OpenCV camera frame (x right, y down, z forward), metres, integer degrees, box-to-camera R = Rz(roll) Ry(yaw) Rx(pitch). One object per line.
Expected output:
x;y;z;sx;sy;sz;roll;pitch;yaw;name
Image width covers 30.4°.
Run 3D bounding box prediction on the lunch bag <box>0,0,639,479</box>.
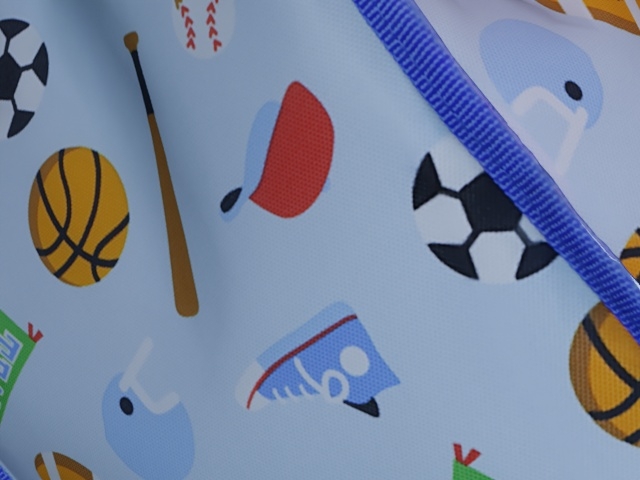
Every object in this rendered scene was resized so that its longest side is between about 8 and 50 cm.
0.000;0.000;0.489;0.385;0.328;0.239;47;37;-2;lunch bag
